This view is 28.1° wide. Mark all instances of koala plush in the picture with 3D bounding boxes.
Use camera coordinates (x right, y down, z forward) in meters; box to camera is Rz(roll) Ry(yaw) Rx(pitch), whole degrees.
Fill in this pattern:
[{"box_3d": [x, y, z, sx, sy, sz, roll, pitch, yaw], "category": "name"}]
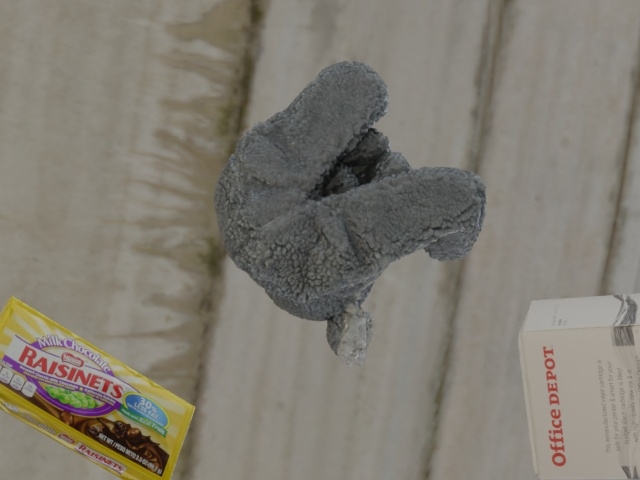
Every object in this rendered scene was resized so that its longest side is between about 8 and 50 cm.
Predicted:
[{"box_3d": [0.000, 0.000, 1.108, 0.203, 0.196, 0.221, -33, -19, -22], "category": "koala plush"}]

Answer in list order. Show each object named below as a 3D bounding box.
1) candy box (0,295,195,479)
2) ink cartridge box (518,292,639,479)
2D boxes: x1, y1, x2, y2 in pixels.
[{"box_3d": [-0.216, 0.142, 1.168, 0.206, 0.027, 0.105, 33, -143, -15], "category": "candy box"}, {"box_3d": [0.394, 0.172, 1.540, 0.117, 0.283, 0.207, -52, -45, -66], "category": "ink cartridge box"}]
